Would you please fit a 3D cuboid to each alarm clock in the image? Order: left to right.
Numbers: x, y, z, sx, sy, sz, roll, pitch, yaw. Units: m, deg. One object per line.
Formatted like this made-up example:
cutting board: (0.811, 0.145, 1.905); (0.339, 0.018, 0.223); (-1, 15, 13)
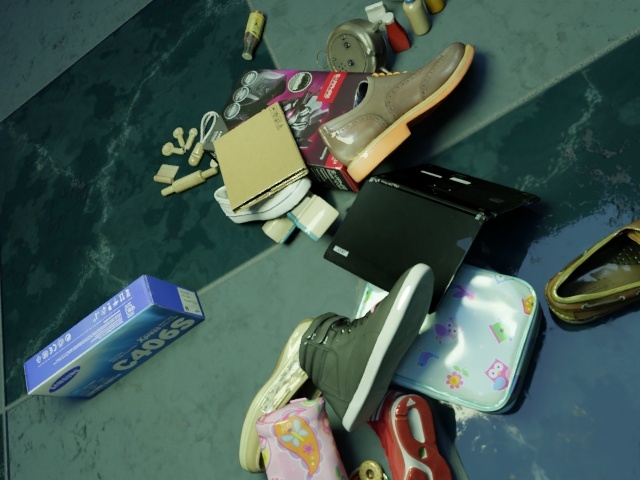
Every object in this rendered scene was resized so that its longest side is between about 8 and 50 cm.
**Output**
alarm clock: (0.057, -0.391, 1.089); (0.192, 0.130, 0.064); (10, 36, 45)

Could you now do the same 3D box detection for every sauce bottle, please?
sauce bottle: (-0.171, -0.519, 1.305); (0.042, 0.042, 0.128); (3, 75, 28)

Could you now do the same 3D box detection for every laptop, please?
laptop: (0.181, -0.022, 0.855); (0.234, 0.264, 0.137); (27, 122, 41)

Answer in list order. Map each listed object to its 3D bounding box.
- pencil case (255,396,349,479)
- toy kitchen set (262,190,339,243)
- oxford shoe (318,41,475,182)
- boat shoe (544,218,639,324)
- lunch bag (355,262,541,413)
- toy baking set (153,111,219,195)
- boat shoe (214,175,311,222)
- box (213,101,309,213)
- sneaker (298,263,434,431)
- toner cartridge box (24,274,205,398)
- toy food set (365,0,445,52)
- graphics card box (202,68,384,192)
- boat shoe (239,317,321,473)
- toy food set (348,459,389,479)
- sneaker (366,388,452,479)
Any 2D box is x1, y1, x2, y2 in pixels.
pencil case: (-0.007, 0.391, 0.787); (0.124, 0.124, 0.284); (-22, 82, 19)
toy kitchen set: (0.000, 0.000, 1.009); (0.122, 0.166, 0.207); (-50, 21, 2)
oxford shoe: (0.147, -0.269, 0.935); (0.133, 0.130, 0.364); (44, 68, -1)
boat shoe: (0.469, 0.023, 0.730); (0.307, 0.104, 0.111); (-37, 59, 10)
lunch bag: (0.191, 0.144, 0.827); (0.279, 0.107, 0.224); (14, 82, 32)
toy baking set: (-0.312, -0.219, 1.269); (0.256, 0.030, 0.197); (-15, 65, 22)
boat shoe: (-0.128, -0.095, 1.045); (0.258, 0.084, 0.095); (-15, 41, 43)
box: (-0.124, -0.167, 1.016); (0.164, 0.021, 0.201); (-29, 54, 11)
sneaker: (0.051, 0.131, 0.750); (0.146, 0.104, 0.296); (38, 123, 28)
toner cartridge box: (-0.433, 0.213, 1.090); (0.347, 0.165, 0.075); (-35, 59, 12)
toy food set: (0.140, -0.470, 1.087); (0.232, 0.104, 0.111); (-11, 67, 24)
graphics card box: (-0.051, -0.245, 1.095); (0.370, 0.094, 0.233); (14, 72, 33)
boat shoe: (-0.048, 0.278, 0.901); (0.089, 0.104, 0.286); (19, 80, 34)
toy food set: (0.079, 0.408, 0.836); (0.083, 0.020, 0.083); (-41, 58, 7)
sneaker: (0.135, 0.338, 0.813); (0.086, 0.128, 0.222); (-5, 91, -18)
